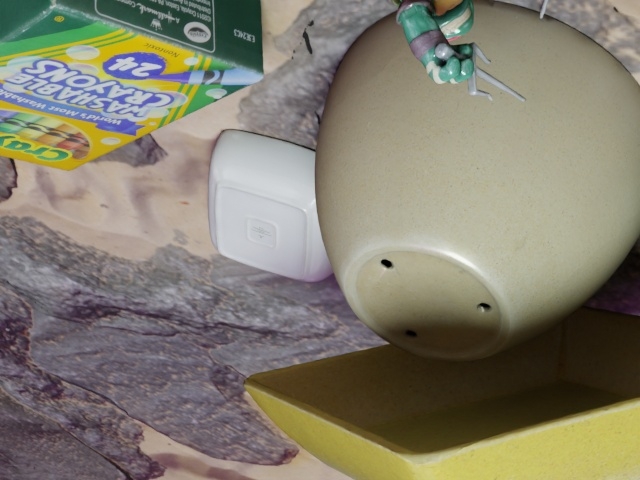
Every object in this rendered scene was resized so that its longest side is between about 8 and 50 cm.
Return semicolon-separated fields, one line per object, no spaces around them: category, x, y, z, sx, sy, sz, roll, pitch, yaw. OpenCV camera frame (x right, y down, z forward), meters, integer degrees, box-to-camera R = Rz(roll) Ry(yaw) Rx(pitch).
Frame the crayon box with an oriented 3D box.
crayon box;-0.229;-0.142;1.066;0.323;0.083;0.203;-18;159;42

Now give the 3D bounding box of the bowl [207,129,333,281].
bowl;-0.044;-0.022;1.185;0.142;0.053;0.142;17;135;12

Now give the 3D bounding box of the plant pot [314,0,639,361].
plant pot;0.111;-0.018;1.007;0.284;0.191;0.284;15;140;13

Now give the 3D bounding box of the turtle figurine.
turtle figurine;0.091;-0.184;0.840;0.118;0.175;0.234;18;158;22

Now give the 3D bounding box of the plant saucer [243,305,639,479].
plant saucer;0.149;0.132;0.983;0.333;0.333;0.081;-173;73;-67
